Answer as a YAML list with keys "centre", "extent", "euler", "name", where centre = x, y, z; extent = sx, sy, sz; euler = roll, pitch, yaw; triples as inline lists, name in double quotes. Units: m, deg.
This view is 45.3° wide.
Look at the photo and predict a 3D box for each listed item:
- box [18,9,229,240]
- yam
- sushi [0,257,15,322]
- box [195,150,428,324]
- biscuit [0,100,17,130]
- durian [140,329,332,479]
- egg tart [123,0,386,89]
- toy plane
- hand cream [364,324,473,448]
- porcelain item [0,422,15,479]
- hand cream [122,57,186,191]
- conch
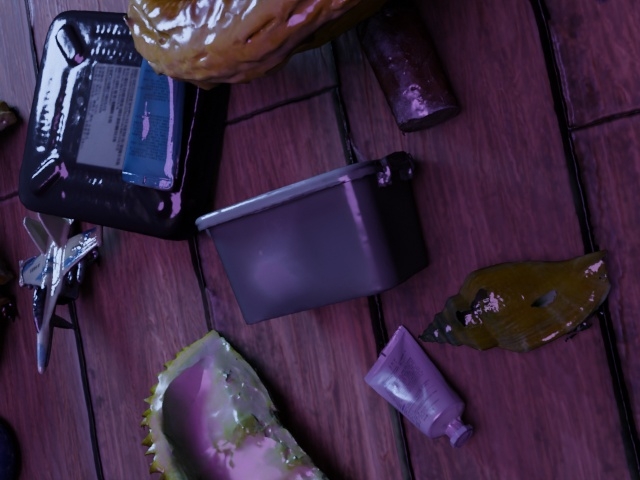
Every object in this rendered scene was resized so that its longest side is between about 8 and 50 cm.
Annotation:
- centre: [-0.268, -0.161, 1.028]
  extent: [0.289, 0.073, 0.290]
  euler: [11, 90, 22]
  name: "box"
- centre: [0.094, -0.192, 0.844]
  extent: [0.079, 0.079, 0.141]
  euler: [-27, 79, 27]
  name: "yam"
- centre: [-0.683, 0.095, 1.228]
  extent: [0.417, 0.176, 0.417]
  euler: [0, 90, 29]
  name: "sushi"
- centre: [0.000, 0.000, 0.860]
  extent: [0.243, 0.163, 0.135]
  euler: [-17, 91, 28]
  name: "box"
- centre: [-0.622, -0.152, 1.179]
  extent: [0.187, 0.036, 0.273]
  euler: [28, 61, 34]
  name: "biscuit"
- centre: [-0.091, 0.267, 0.917]
  extent: [0.169, 0.158, 0.352]
  euler: [-49, 64, 8]
  name: "durian"
- centre: [-0.028, -0.339, 0.815]
  extent: [0.443, 0.178, 0.443]
  euler: [-21, 57, 35]
  name: "egg tart"
- centre: [-0.375, 0.066, 1.097]
  extent: [0.192, 0.088, 0.262]
  euler: [-22, 66, 30]
  name: "toy plane"
- centre: [0.115, 0.172, 0.861]
  extent: [0.142, 0.053, 0.084]
  euler: [46, 111, 37]
  name: "hand cream"
- centre: [-0.562, 0.350, 1.198]
  extent: [0.147, 0.114, 0.147]
  euler: [2, 94, 29]
  name: "porcelain item"
- centre: [-0.196, -0.176, 0.945]
  extent: [0.083, 0.048, 0.224]
  euler: [13, 96, 22]
  name: "hand cream"
- centre: [0.199, 0.069, 0.795]
  extent: [0.201, 0.079, 0.095]
  euler: [-9, 105, 21]
  name: "conch"
